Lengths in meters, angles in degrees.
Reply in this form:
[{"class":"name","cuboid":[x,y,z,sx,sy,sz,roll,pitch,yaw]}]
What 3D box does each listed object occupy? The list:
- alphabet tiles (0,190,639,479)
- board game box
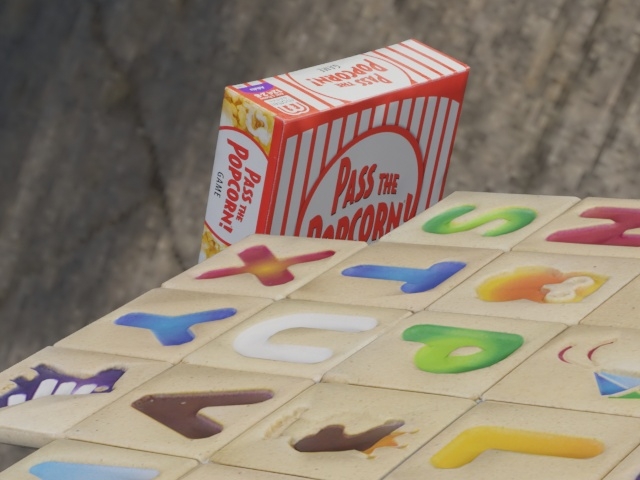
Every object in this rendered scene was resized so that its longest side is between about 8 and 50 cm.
[{"class":"alphabet tiles","cuboid":[0.062,0.038,0.561,0.342,0.285,0.011,4,112,37]},{"class":"board game box","cuboid":[0.000,0.000,1.011,0.045,0.147,0.193,30,124,33]}]
